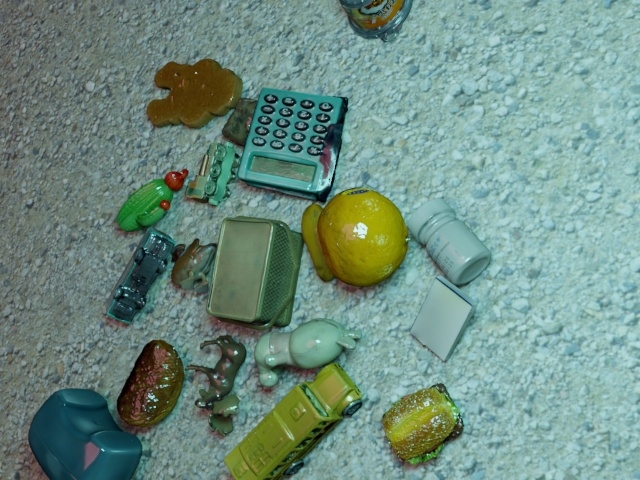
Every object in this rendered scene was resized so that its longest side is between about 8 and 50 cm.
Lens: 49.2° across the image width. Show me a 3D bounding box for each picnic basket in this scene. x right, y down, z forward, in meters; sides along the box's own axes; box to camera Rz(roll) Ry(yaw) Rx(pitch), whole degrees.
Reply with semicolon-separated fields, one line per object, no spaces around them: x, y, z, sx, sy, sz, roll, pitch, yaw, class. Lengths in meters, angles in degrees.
-0.154;0.079;1.678;0.165;0.139;0.266;4;80;32;picnic basket

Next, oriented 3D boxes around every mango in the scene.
0.000;0.000;1.639;0.075;0.098;0.190;-7;75;-13;mango

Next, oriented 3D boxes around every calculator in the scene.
-0.065;-0.247;1.725;0.248;0.058;0.274;12;83;17;calculator

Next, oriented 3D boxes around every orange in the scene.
0.090;-0.008;1.510;0.219;0.193;0.219;176;90;-74;orange

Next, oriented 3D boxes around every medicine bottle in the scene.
0.270;0.002;1.465;0.105;0.105;0.168;-44;61;14;medicine bottle

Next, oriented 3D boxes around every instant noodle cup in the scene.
0.120;-0.597;1.690;0.177;0.125;0.208;-43;61;15;instant noodle cup

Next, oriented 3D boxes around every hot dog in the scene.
-0.436;0.364;1.800;0.160;0.099;0.227;28;92;33;hot dog

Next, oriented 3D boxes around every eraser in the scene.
0.253;0.162;1.448;0.104;0.023;0.150;39;124;31;eraser

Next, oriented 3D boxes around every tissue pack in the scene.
-0.618;0.538;1.807;0.287;0.198;0.206;35;95;30;tissue pack

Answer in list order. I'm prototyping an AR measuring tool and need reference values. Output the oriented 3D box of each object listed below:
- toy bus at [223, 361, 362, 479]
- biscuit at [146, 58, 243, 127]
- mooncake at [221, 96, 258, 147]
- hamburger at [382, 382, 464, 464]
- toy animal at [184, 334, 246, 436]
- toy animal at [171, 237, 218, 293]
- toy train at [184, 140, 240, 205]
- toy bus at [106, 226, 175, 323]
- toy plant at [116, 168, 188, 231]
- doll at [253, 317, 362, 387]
-0.062;0.416;1.549;0.335;0.123;0.121;-47;59;13;toy bus
-0.354;-0.414;1.977;0.334;0.047;0.202;5;81;34;biscuit
-0.186;-0.306;1.834;0.125;0.073;0.130;29;95;31;mooncake
0.204;0.373;1.421;0.166;0.087;0.137;-36;63;19;hamburger
-0.243;0.344;1.696;0.186;0.094;0.214;29;85;25;toy animal
-0.331;0.044;1.833;0.188;0.089;0.179;-45;45;20;toy animal
-0.286;-0.182;1.865;0.118;0.074;0.175;12;86;36;toy train
-0.490;0.093;1.900;0.261;0.091;0.109;-58;25;5;toy bus
-0.466;-0.105;1.937;0.240;0.088;0.154;-18;47;30;toy plant
-0.045;0.237;1.573;0.275;0.155;0.113;-26;96;26;doll
